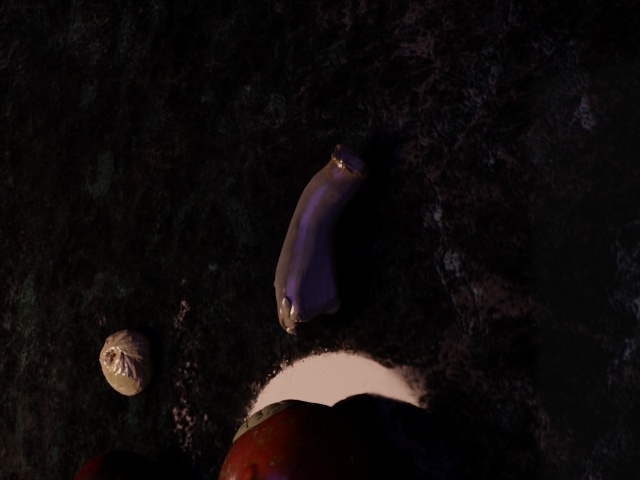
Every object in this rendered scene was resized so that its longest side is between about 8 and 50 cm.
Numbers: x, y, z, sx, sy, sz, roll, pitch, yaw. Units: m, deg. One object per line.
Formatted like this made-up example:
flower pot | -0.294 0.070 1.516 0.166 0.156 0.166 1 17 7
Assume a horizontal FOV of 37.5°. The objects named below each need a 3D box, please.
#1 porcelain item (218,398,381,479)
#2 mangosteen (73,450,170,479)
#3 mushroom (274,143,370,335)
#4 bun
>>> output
porcelain item | -0.050 0.331 1.244 0.253 0.253 0.252 -5 83 42
mangosteen | -0.325 0.432 1.537 0.200 0.200 0.199 -5 83 42
mushroom | -0.002 0.000 1.322 0.096 0.099 0.278 17 95 36
bun | -0.338 0.210 1.622 0.115 0.069 0.115 -3 85 43
